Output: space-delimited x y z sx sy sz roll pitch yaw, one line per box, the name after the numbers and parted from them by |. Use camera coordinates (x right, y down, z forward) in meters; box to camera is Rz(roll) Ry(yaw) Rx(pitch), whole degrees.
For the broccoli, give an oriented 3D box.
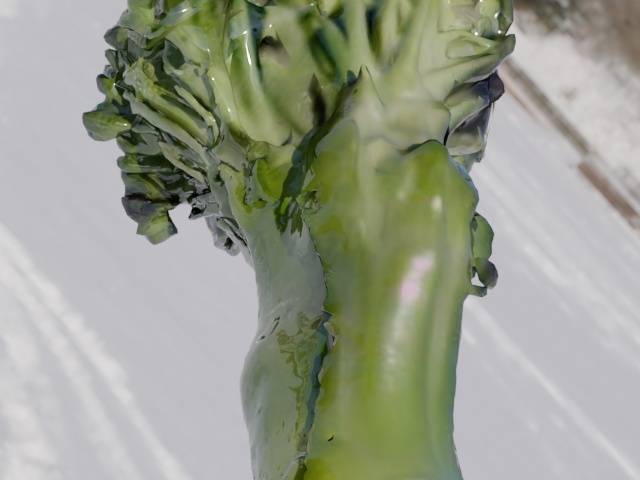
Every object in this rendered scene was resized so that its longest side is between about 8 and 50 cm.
0.003 0.005 0.589 0.165 0.145 0.304 8 33 -12 | broccoli
